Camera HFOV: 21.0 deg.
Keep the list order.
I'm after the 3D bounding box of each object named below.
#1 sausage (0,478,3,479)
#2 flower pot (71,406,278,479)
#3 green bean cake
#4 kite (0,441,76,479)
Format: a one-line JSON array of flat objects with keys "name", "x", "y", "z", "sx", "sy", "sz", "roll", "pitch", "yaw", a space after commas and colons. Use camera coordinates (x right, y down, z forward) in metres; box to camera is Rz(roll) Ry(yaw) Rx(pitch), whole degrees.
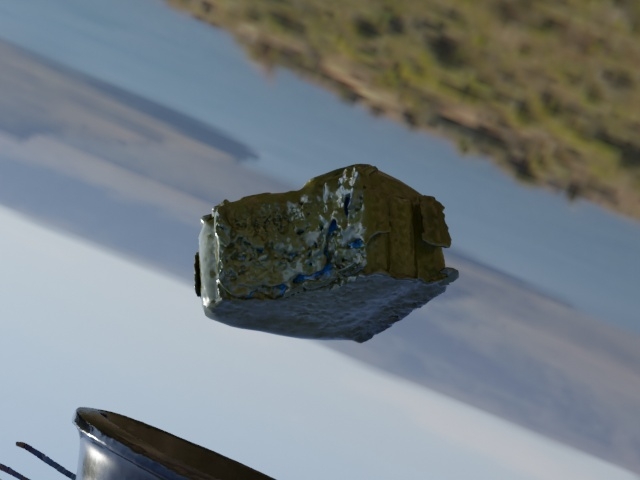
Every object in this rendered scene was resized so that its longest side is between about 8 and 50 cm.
[{"name": "sausage", "x": -0.401, "y": 0.367, "z": 2.203, "sx": 0.274, "sy": 0.105, "sz": 0.105, "roll": 42, "pitch": 167, "yaw": -36}, {"name": "flower pot", "x": -0.119, "y": 0.264, "z": 1.477, "sx": 0.269, "sy": 0.166, "sz": 0.269, "roll": 26, "pitch": 176, "yaw": 2}, {"name": "green bean cake", "x": 0.000, "y": 0.000, "z": 2.385, "sx": 0.285, "sy": 0.202, "sz": 0.310, "roll": 13, "pitch": 152, "yaw": -35}, {"name": "kite", "x": -0.295, "y": 0.318, "z": 2.085, "sx": 0.229, "sy": 0.127, "sz": 0.016, "roll": 38, "pitch": 172, "yaw": -19}]
